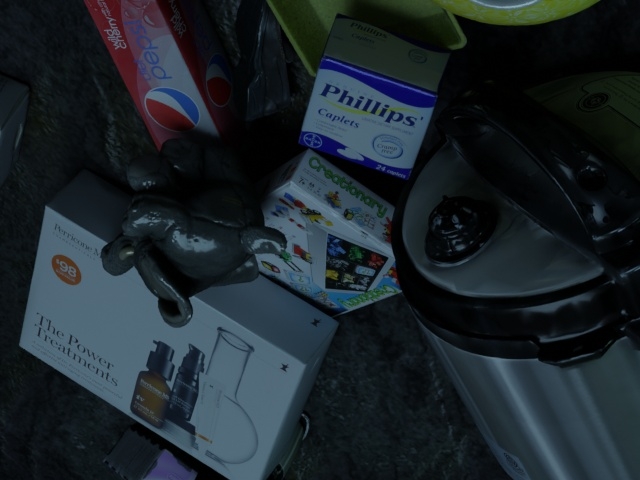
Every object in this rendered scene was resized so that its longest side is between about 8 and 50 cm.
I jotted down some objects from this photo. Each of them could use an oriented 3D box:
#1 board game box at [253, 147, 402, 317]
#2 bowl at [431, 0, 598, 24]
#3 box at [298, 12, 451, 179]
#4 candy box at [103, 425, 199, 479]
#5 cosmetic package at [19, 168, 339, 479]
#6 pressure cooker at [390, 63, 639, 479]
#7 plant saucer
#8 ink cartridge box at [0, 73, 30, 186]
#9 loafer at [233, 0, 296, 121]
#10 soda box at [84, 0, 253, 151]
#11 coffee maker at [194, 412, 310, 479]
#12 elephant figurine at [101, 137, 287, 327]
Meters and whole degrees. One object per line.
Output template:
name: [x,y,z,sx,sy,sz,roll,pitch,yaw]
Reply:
board game box: [0.000,0.000,1.912,0.193,0.053,0.305,34,159,-13]
bowl: [0.168,-0.294,1.492,0.290,0.156,0.289,6,132,7]
box: [0.054,-0.147,1.727,0.126,0.072,0.137,19,140,2]
candy box: [-0.204,0.350,2.371,0.165,0.070,0.196,40,169,-18]
cosmetic package: [-0.188,0.118,2.106,0.377,0.097,0.284,31,135,10]
pressure cooker: [0.274,0.032,1.659,0.370,0.375,0.420,-5,132,33]
plant saucer: [0.036,-0.264,1.702,0.188,0.045,0.188,-9,129,32]
ink cartridge box: [-0.468,-0.151,2.016,0.208,0.087,0.153,22,140,0]
loafer: [-0.056,-0.208,1.805,0.061,0.062,0.170,-10,135,-21]
soda box: [-0.165,-0.203,1.828,0.092,0.083,0.263,-2,134,26]
coffee maker: [-0.120,0.297,2.263,0.171,0.178,0.120,11,137,14]
elephant figurine: [-0.148,0.013,1.868,0.169,0.186,0.239,0,139,-13]
